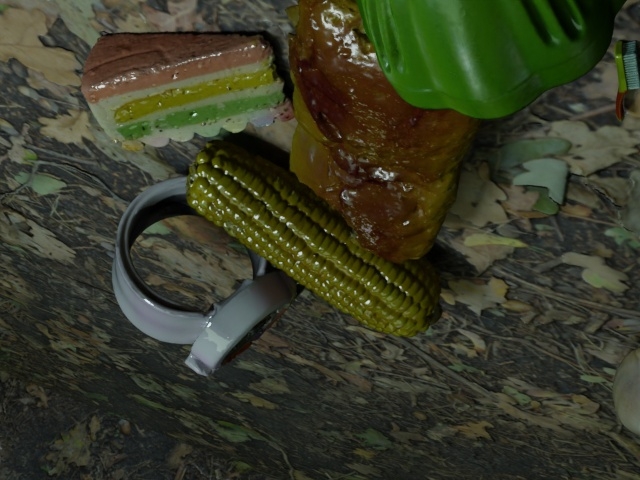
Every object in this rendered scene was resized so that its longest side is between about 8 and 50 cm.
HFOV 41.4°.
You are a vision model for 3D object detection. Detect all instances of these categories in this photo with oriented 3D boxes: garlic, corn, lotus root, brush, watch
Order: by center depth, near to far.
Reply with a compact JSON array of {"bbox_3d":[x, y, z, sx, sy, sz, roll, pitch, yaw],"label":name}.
[{"bbox_3d":[0.085,-0.190,0.510,0.186,0.186,0.186,18,152,10],"label":"lotus root"},{"bbox_3d":[0.253,-0.128,0.698,0.021,0.019,0.083,0,145,20],"label":"brush"},{"bbox_3d":[0.000,0.000,1.016,0.363,0.120,0.120,34,151,-17],"label":"corn"},{"bbox_3d":[0.469,0.212,1.056,0.228,0.110,0.217,33,155,-20],"label":"garlic"},{"bbox_3d":[-0.145,0.032,1.116,0.231,0.244,0.196,43,151,8],"label":"watch"}]

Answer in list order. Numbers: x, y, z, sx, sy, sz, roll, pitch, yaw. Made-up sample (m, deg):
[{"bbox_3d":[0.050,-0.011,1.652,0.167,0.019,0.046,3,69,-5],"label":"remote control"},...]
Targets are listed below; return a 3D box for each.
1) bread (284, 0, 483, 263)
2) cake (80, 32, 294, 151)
[{"bbox_3d":[0.053,-0.101,0.805,0.185,0.109,0.380,19,154,7],"label":"bread"},{"bbox_3d":[-0.144,-0.151,0.885,0.225,0.090,0.109,6,145,27],"label":"cake"}]
